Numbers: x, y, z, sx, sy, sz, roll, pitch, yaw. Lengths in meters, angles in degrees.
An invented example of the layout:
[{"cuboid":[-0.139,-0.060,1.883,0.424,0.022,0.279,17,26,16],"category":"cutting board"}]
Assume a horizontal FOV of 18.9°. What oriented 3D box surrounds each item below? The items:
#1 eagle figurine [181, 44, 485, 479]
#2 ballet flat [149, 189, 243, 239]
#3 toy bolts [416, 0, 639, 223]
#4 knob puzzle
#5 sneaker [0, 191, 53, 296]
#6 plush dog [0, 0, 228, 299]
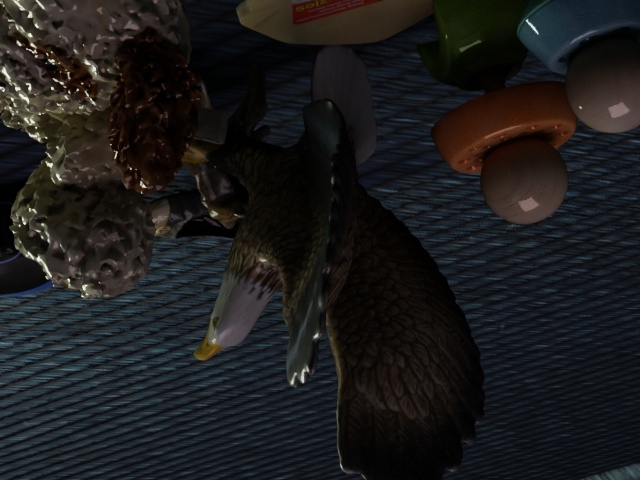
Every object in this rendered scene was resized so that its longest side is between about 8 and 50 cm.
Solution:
[{"cuboid":[-0.004,0.010,1.321,0.226,0.298,0.225,-8,122,-37],"category":"eagle figurine"},{"cuboid":[-0.078,-0.013,1.630,0.173,0.049,0.057,2,156,-30],"category":"ballet flat"},{"cuboid":[0.183,-0.122,1.266,0.218,0.158,0.228,-16,163,-8],"category":"toy bolts"},{"cuboid":[0.035,-0.181,1.257,0.213,0.030,0.213,-17,163,-5],"category":"knob puzzle"},{"cuboid":[-0.287,0.009,1.542,0.232,0.081,0.090,-18,166,23],"category":"sneaker"},{"cuboid":[-0.139,-0.124,1.117,0.210,0.262,0.225,-40,178,-15],"category":"plush dog"}]
